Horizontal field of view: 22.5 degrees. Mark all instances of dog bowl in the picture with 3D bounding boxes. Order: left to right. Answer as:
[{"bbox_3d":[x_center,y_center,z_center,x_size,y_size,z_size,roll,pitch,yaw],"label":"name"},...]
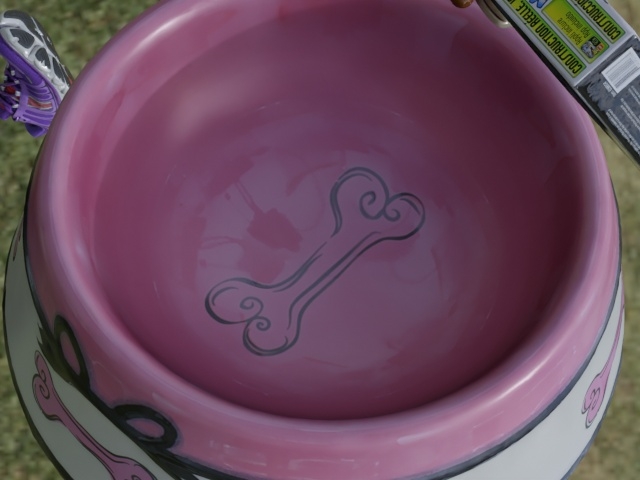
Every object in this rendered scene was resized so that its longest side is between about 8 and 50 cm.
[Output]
[{"bbox_3d":[0.000,0.000,0.998,0.150,0.408,0.408,96,11,-60],"label":"dog bowl"}]

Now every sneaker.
[{"bbox_3d":[-0.248,-0.131,1.368,0.170,0.071,0.068,71,-7,-64],"label":"sneaker"}]

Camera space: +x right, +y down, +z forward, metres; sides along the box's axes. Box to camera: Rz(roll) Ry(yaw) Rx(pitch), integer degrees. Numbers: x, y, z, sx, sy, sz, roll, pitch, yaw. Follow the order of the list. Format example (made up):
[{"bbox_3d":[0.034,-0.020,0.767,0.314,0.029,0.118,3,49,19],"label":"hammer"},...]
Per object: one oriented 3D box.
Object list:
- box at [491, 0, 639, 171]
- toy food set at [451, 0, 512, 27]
[{"bbox_3d":[0.137,-0.085,0.792,0.114,0.036,0.207,54,11,31],"label":"box"},{"bbox_3d":[0.078,-0.164,0.959,0.122,0.019,0.078,41,40,4],"label":"toy food set"}]
